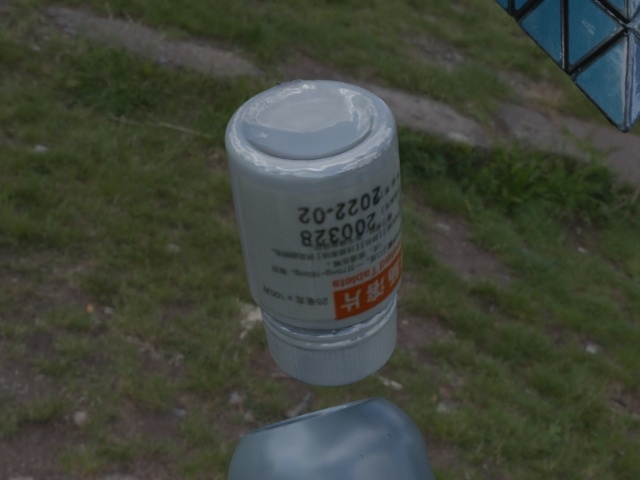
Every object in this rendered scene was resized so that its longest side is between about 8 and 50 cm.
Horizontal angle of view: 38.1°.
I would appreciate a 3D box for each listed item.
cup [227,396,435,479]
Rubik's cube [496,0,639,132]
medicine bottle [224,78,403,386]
[{"bbox_3d":[0.034,0.317,0.879,0.205,0.205,0.312,-8,80,-43],"label":"cup"},{"bbox_3d":[0.304,-0.288,0.956,0.233,0.228,0.229,42,22,-3],"label":"Rubik's cube"},{"bbox_3d":[0.000,0.000,0.806,0.144,0.252,0.145,-1,40,1],"label":"medicine bottle"}]
